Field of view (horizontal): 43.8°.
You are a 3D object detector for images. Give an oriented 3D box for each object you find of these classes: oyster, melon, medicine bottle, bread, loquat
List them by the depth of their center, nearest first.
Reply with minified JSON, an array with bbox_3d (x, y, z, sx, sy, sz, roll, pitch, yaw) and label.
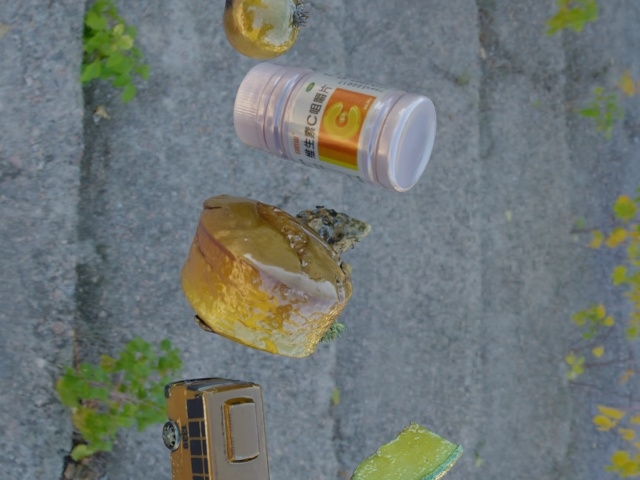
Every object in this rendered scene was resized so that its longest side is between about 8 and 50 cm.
[{"bbox_3d":[-0.070,0.034,0.983,0.195,0.269,0.142,21,100,-22],"label":"bread"},{"bbox_3d":[0.018,-0.157,1.073,0.133,0.250,0.133,-40,140,-44],"label":"medicine bottle"},{"bbox_3d":[0.003,-0.003,1.158,0.103,0.148,0.051,38,40,-37],"label":"oyster"},{"bbox_3d":[0.123,0.374,1.311,0.262,0.053,0.114,-16,66,-33],"label":"melon"},{"bbox_3d":[-0.100,-0.396,1.413,0.163,0.163,0.137,-48,137,-31],"label":"loquat"}]

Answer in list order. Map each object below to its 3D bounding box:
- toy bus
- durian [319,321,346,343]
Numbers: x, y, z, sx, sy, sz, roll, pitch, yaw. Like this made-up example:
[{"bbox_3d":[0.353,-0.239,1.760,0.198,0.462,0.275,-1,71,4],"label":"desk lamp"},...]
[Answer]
[{"bbox_3d":[-0.123,0.267,0.970,0.098,0.114,0.201,3,78,-44],"label":"toy bus"},{"bbox_3d":[-0.049,0.136,1.397,0.221,0.137,0.095,27,100,-39],"label":"durian"}]
